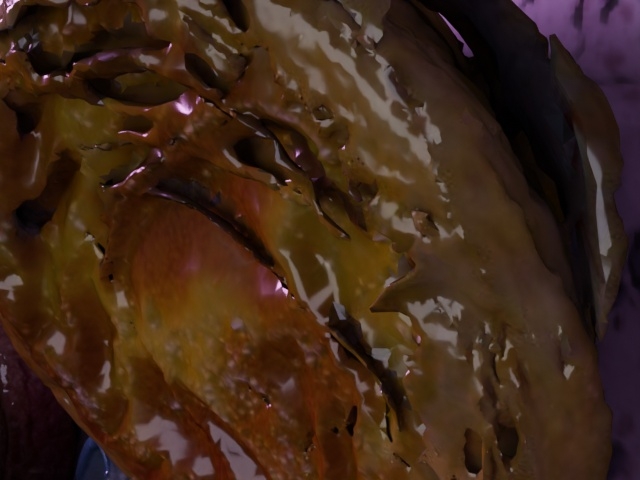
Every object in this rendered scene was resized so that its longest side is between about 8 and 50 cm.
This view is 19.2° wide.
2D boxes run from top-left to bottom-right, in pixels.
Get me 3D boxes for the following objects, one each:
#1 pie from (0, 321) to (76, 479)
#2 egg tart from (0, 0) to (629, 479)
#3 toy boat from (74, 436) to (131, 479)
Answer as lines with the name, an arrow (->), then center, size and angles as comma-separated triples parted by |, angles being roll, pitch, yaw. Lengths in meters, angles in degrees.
pie -> -0.175, 0.072, 0.948 | 0.182, 0.049, 0.182 | 23, 119, 50
egg tart -> 0.000, 0.000, 0.627 | 0.297, 0.132, 0.297 | 28, 130, 40
toy boat -> -0.105, 0.147, 0.844 | 0.059, 0.066, 0.140 | 38, 125, 51
